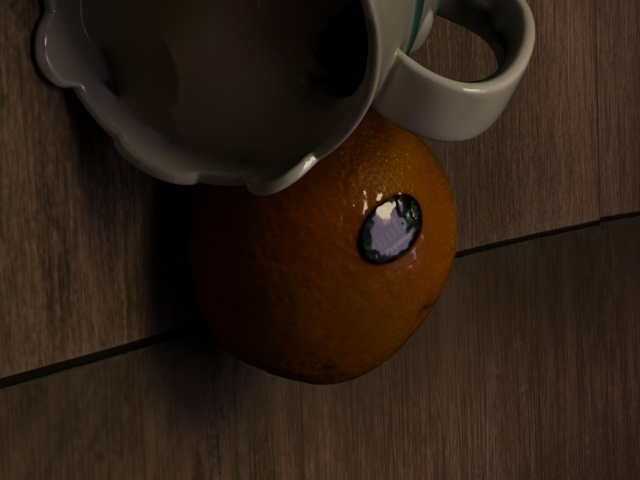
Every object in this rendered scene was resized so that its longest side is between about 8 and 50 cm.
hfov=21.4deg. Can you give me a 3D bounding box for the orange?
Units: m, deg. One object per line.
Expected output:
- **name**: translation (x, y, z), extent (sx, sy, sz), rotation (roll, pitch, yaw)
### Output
- **orange**: translation (0.000, 0.000, 1.175), extent (0.206, 0.206, 0.206), rotation (0, 90, -65)

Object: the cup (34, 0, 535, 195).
- **cup**: translation (-0.003, -0.166, 1.073), extent (0.257, 0.290, 0.219), rotation (-55, 171, -51)
